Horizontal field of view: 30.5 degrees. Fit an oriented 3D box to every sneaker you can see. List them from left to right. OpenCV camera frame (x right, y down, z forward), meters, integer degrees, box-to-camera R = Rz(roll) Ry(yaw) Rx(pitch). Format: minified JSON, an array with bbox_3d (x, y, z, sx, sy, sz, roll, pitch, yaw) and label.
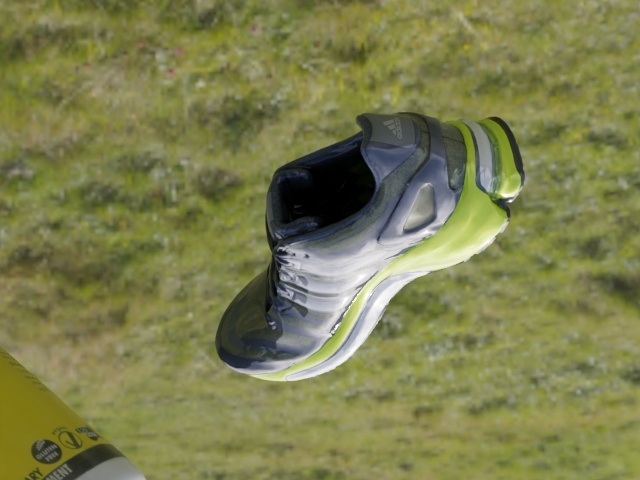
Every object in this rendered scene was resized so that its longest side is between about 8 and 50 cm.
[{"bbox_3d":[0.000,0.000,0.824,0.121,0.111,0.300,17,136,-31],"label":"sneaker"}]

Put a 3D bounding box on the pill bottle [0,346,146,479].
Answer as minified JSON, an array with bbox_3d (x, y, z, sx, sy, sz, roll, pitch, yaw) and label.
[{"bbox_3d":[-0.315,0.157,0.928,0.334,0.188,0.188,37,162,14],"label":"pill bottle"}]
